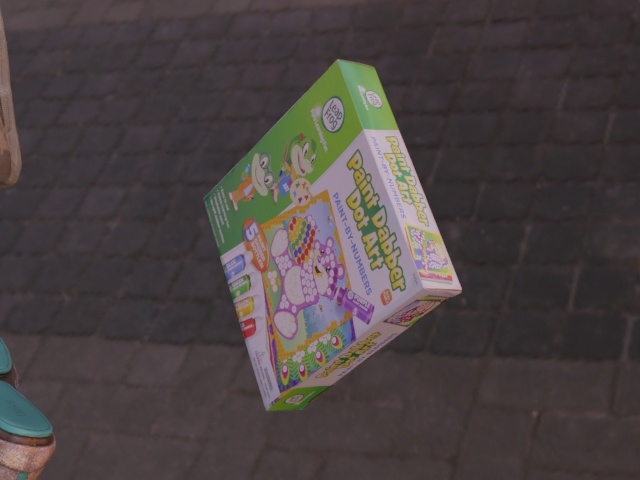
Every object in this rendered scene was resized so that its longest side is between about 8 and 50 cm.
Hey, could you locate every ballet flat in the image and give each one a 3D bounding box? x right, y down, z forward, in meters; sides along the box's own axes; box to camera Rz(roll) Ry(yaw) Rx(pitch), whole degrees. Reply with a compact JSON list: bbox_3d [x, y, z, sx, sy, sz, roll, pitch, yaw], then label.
[{"bbox_3d":[-0.364,0.176,1.278,0.107,0.106,0.316,13,13,-30],"label":"ballet flat"}]

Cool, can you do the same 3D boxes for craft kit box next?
[{"bbox_3d":[0.000,0.000,1.181,0.246,0.061,0.250,-40,57,36],"label":"craft kit box"}]

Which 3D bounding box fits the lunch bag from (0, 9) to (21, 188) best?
[{"bbox_3d":[-0.317,-0.184,0.820,0.168,0.235,0.287,-10,78,4],"label":"lunch bag"}]
